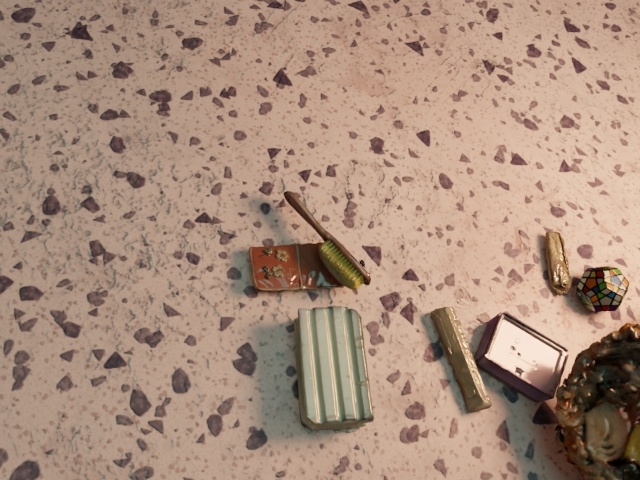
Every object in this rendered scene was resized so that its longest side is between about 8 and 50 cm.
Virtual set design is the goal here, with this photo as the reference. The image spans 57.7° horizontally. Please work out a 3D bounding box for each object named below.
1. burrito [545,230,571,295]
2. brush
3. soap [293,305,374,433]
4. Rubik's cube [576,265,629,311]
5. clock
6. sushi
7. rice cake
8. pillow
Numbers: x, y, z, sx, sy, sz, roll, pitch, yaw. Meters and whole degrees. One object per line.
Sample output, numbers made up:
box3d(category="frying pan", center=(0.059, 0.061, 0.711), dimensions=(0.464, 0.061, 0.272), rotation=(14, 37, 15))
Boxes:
box3d(category="burrito", center=(0.646, 0.061, 1.580), dimensions=(0.058, 0.045, 0.188), rotation=(-3, 64, 12))
box3d(category="brush", center=(-0.001, 0.000, 1.385), dimensions=(0.067, 0.072, 0.313), rotation=(-36, 73, -20))
box3d(category="soap", center=(0.025, 0.282, 1.273), dimensions=(0.150, 0.094, 0.261), rotation=(0, 65, -10))
box3d(category="Rubik's cube", center=(0.743, 0.127, 1.533), dimensions=(0.133, 0.112, 0.133), rotation=(6, 64, -13))
box3d(category="clock", center=(0.485, 0.280, 1.405), dimensions=(0.193, 0.073, 0.144), rotation=(32, 60, 2))
box3d(category="sushi", center=(0.702, 0.390, 1.229), dimensions=(0.417, 0.176, 0.417), rotation=(-5, 76, 22))
box3d(category="rice cake", center=(0.332, 0.277, 1.380), dimensions=(0.057, 0.052, 0.256), rotation=(-21, 68, 7))
box3d(category="pillow", center=(-0.053, 0.063, 1.387), dimensions=(0.232, 0.043, 0.126), rotation=(-2, 64, -18))
